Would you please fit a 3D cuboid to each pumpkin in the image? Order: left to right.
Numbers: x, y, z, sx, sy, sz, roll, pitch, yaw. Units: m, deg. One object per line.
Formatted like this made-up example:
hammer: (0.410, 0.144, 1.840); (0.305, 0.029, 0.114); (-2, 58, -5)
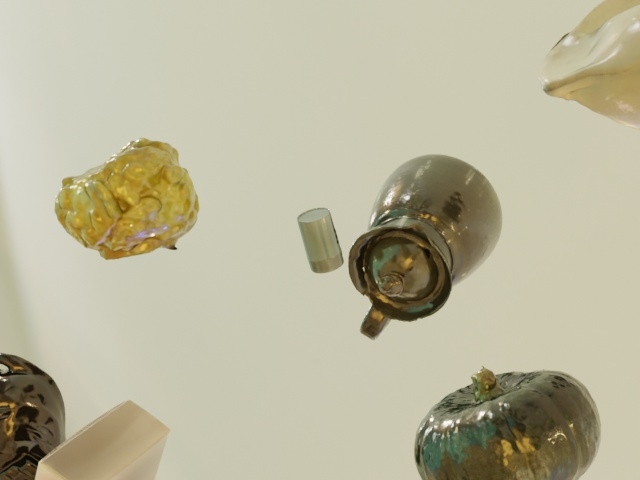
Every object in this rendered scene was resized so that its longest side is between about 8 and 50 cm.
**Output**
pumpkin: (0.207, 0.217, 1.164); (0.211, 0.211, 0.152); (6, -60, 60)

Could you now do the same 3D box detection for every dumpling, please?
dumpling: (0.513, -0.284, 1.540); (0.341, 0.260, 0.181); (-14, -45, 36)

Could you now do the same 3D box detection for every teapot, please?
teapot: (0.136, 0.024, 1.747); (0.305, 0.285, 0.223); (-30, -78, 37)

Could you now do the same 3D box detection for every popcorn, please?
popcorn: (-0.309, -0.053, 1.698); (0.192, 0.233, 0.266); (58, -31, 3)

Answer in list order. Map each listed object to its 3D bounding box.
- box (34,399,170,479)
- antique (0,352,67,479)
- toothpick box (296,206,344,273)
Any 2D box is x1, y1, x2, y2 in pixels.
box: (-0.358, 0.404, 1.626); (0.106, 0.203, 0.252); (31, -58, 19)
antique: (-0.580, 0.361, 1.879); (0.185, 0.254, 0.323); (-115, -153, -79)
toothpick box: (0.000, 0.000, 1.500); (0.052, 0.052, 0.083); (22, -47, 54)
